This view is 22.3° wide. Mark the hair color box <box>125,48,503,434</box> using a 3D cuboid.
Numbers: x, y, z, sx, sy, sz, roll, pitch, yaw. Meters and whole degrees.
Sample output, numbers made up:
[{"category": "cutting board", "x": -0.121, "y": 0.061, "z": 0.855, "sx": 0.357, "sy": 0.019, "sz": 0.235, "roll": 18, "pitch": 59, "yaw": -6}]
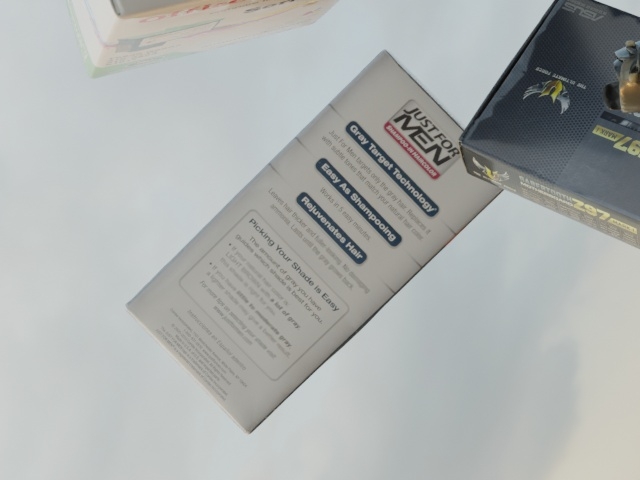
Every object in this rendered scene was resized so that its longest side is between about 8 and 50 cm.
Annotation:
[{"category": "hair color box", "x": 0.000, "y": 0.000, "z": 1.548, "sx": 0.347, "sy": 0.174, "sz": 0.105, "roll": -44, "pitch": 0, "yaw": 9}]

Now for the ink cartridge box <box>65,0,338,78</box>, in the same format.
[{"category": "ink cartridge box", "x": -0.082, "y": -0.215, "z": 1.202, "sx": 0.278, "sy": 0.201, "sz": 0.117, "roll": 167, "pitch": 88, "yaw": -78}]

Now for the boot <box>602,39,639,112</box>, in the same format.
[{"category": "boot", "x": 0.245, "y": -0.122, "z": 0.998, "sx": 0.198, "sy": 0.137, "sz": 0.077, "roll": 68, "pitch": -162, "yaw": -67}]

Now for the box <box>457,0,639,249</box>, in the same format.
[{"category": "box", "x": 0.262, "y": -0.096, "z": 1.380, "sx": 0.183, "sy": 0.233, "sz": 0.059, "roll": -55, "pitch": -29, "yaw": -17}]
